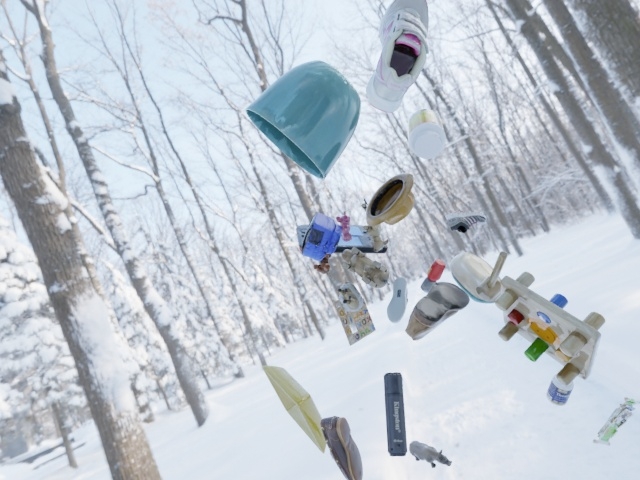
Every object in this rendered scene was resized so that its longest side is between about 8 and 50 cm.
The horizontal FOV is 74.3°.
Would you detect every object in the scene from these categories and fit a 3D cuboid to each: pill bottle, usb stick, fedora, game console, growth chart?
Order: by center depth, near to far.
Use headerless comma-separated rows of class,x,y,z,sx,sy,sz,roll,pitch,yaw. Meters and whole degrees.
fedora,0.221,-0.110,1.265,0.194,0.079,0.194,-41,26,25
pill bottle,0.349,-0.350,1.399,0.117,0.117,0.215,-28,24,25
pill bottle,0.815,0.496,1.431,0.067,0.067,0.120,-18,-55,-27
usb stick,0.266,0.614,1.506,0.077,0.278,0.045,9,-23,-20
growth chart,1.109,0.678,1.580,0.171,0.021,0.237,15,-72,-32
game console,0.085,-0.011,1.939,0.386,0.060,0.342,0,14,-6

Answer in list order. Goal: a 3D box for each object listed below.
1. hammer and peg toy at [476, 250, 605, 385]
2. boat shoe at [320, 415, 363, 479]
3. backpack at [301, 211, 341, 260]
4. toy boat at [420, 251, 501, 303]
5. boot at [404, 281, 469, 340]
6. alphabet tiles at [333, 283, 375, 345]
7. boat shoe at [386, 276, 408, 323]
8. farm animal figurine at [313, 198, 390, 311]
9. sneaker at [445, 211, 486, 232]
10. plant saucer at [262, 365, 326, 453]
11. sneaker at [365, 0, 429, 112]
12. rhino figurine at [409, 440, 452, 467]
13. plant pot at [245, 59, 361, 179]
hammer and peg toy,0.555,0.201,1.138,0.127,0.361,0.266,-40,-43,-10
boat shoe,0.060,0.581,1.176,0.073,0.207,0.073,-14,8,26
backpack,0.000,0.000,1.207,0.098,0.101,0.120,-61,-4,-64
toy boat,0.557,0.154,1.688,0.318,0.268,0.148,7,-56,-17
boot,0.359,0.216,1.317,0.305,0.112,0.115,-16,-40,-45
alphabet tiles,0.147,0.317,1.861,0.009,0.237,0.198,-26,-7,41
boat shoe,0.338,0.264,1.801,0.077,0.219,0.070,0,-41,27
farm animal figurine,0.155,0.059,1.607,0.330,0.327,0.172,-41,-28,10
sneaker,0.535,-0.063,1.548,0.170,0.075,0.063,0,-9,-23
plant saucer,-0.097,0.715,1.855,0.081,0.333,0.332,-34,32,-23
sneaker,0.170,-0.387,0.833,0.102,0.253,0.111,13,-6,-12
rhino figurine,0.497,0.973,1.914,0.073,0.106,0.243,-47,16,-30
plant pot,-0.025,-0.357,1.198,0.235,0.293,0.293,-50,-12,-1
